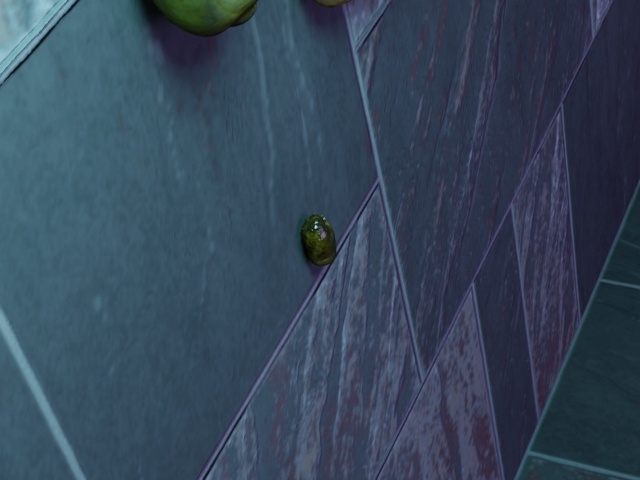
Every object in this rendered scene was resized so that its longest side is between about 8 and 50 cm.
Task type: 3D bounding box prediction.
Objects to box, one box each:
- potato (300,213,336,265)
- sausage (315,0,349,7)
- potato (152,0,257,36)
[{"bbox_3d":[0.000,0.000,1.839,0.051,0.040,0.083,-59,147,-28],"label":"potato"},{"bbox_3d":[0.064,-0.389,1.742,0.259,0.113,0.114,-47,140,-47],"label":"sausage"},{"bbox_3d":[-0.113,-0.306,1.375,0.154,0.137,0.200,-23,126,-25],"label":"potato"}]
